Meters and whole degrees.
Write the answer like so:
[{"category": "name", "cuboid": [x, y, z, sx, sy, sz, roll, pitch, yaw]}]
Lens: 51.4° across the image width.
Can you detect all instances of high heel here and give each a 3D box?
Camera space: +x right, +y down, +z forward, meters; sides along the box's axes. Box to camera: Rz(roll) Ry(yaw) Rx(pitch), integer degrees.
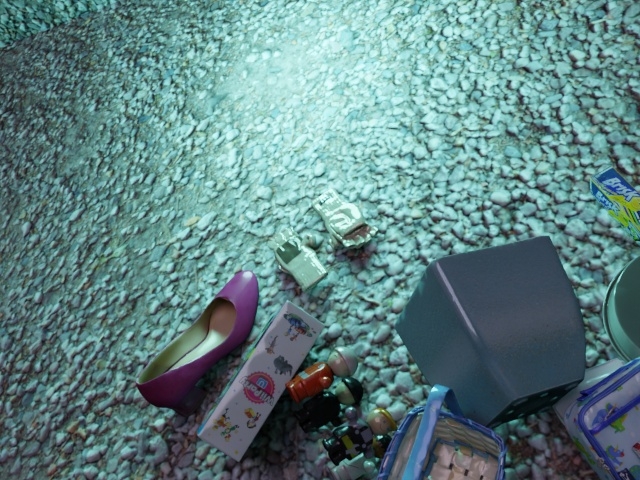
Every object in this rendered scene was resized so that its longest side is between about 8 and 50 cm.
[{"category": "high heel", "cuboid": [-0.264, 0.204, 1.498, 0.127, 0.181, 0.377, 10, 64, 30]}]

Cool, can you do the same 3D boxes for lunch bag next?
[{"category": "lunch bag", "cuboid": [0.518, 0.292, 1.072, 0.218, 0.090, 0.176, -29, 78, -12]}]

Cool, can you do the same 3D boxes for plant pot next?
[{"category": "plant pot", "cuboid": [0.315, 0.177, 1.169, 0.247, 0.247, 0.252, -11, 57, -19]}]

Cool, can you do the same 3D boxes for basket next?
[{"category": "basket", "cuboid": [0.188, 0.398, 1.086, 0.201, 0.289, 0.255, 14, 65, 27]}]

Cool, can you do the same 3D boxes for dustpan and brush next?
[{"category": "dustpan and brush", "cuboid": [0.496, 0.328, 1.146, 0.147, 0.060, 0.211, -27, 44, 20]}]

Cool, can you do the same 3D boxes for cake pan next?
[{"category": "cake pan", "cuboid": [0.664, 0.123, 1.194, 0.293, 0.054, 0.293, -12, 55, 18]}]

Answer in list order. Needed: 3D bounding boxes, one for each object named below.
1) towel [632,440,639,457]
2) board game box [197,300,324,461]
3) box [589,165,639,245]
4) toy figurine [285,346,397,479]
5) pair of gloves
[{"category": "towel", "cuboid": [0.670, 0.313, 0.993, 0.329, 0.037, 0.237, -32, 69, -11]}, {"category": "board game box", "cuboid": [-0.127, 0.284, 1.353, 0.097, 0.224, 0.303, 33, 73, -2]}, {"category": "box", "cuboid": [0.616, -0.070, 1.341, 0.054, 0.059, 0.169, -30, 51, 2]}, {"category": "toy figurine", "cuboid": [0.048, 0.331, 1.254, 0.148, 0.213, 0.209, -28, 53, -15]}, {"category": "pair of gloves", "cuboid": [0.000, 0.000, 1.599, 0.240, 0.042, 0.204, -42, 48, -8]}]
